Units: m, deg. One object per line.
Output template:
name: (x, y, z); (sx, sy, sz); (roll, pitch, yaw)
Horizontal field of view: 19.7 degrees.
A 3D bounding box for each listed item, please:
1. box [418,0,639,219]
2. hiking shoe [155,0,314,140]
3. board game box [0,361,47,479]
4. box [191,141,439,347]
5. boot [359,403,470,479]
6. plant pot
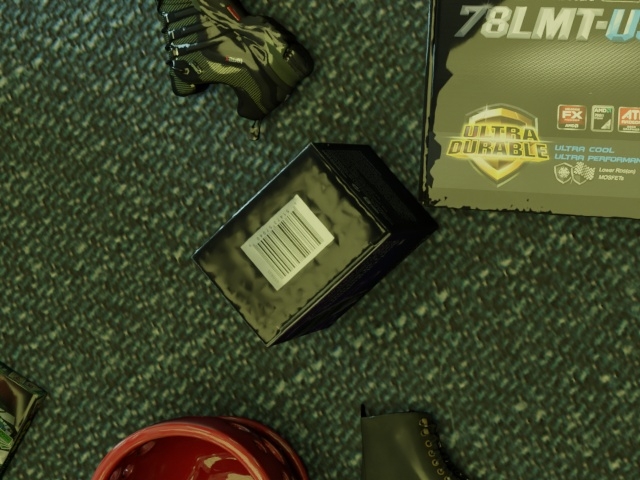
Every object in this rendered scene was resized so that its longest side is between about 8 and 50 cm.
box: (0.243, -0.167, 1.646); (0.295, 0.073, 0.293); (5, 94, 15)
hiking shoe: (-0.122, -0.196, 1.741); (0.227, 0.086, 0.114); (39, 98, 11)
board game box: (-0.413, 0.145, 1.868); (0.259, 0.030, 0.136); (32, 102, 13)
box: (0.000, 0.000, 1.649); (0.153, 0.207, 0.108); (-43, 81, 14)
boot: (0.123, 0.217, 1.694); (0.198, 0.077, 0.137); (-2, 86, 15)
plant pot: (-0.101, 0.252, 1.704); (0.191, 0.174, 0.191); (1, 92, 17)
